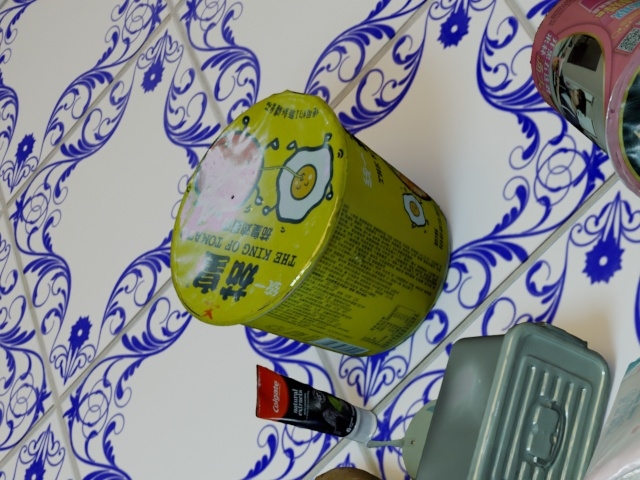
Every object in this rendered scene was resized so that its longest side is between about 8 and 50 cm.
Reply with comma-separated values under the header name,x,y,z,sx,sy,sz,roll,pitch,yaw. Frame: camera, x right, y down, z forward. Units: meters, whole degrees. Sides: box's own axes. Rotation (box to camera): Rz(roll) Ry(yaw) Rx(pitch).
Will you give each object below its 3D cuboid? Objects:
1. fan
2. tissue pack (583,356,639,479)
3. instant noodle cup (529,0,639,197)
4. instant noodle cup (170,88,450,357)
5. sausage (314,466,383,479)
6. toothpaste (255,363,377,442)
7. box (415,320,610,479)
name,x,y,z,sx,sy,sz,roll,pitch,yaw
fan,0.122,0.255,2.142,0.175,0.005,0.113,-9,63,46
tissue pack,0.381,0.188,1.701,0.201,0.124,0.271,-37,8,33
instant noodle cup,0.370,-0.188,1.961,0.244,0.244,0.255,-57,31,7
instant noodle cup,0.000,0.000,2.225,0.325,0.254,0.325,-27,51,37
sausage,0.129,0.405,1.953,0.501,0.123,0.136,38,125,50
toothpaste,-0.011,0.217,2.163,0.045,0.193,0.071,-25,53,40
box,0.215,0.219,1.948,0.135,0.163,0.243,-5,66,57
